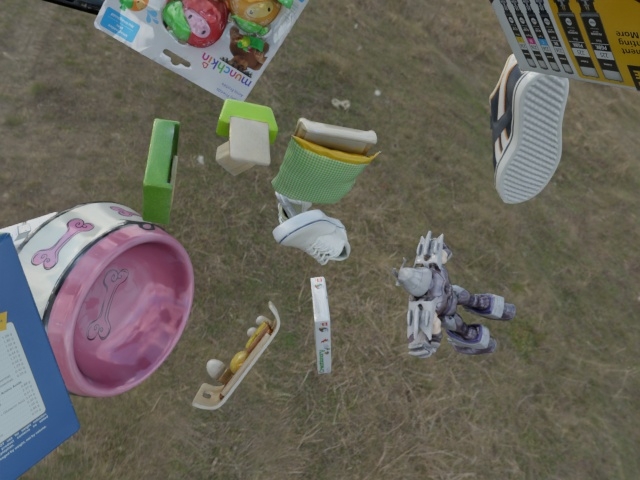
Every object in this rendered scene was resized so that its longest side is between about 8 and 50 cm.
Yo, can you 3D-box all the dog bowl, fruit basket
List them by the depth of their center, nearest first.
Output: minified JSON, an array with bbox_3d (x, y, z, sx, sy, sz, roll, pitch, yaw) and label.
[{"bbox_3d":[-0.196,-0.468,0.875,0.327,0.353,0.165,24,22,-37],"label":"fruit basket"},{"bbox_3d":[-0.424,0.132,0.940,0.151,0.407,0.408,15,40,20],"label":"dog bowl"}]

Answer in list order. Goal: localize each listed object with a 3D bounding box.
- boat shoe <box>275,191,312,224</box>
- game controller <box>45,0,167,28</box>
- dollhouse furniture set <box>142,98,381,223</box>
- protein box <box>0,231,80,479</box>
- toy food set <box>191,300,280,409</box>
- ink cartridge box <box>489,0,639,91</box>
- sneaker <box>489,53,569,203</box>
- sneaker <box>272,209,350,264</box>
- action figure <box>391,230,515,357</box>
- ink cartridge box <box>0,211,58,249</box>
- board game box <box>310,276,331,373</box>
[{"bbox_3d":[-0.095,-0.106,1.421,0.103,0.320,0.118,-18,82,-12],"label":"boat shoe"},{"bbox_3d":[-0.475,-0.519,0.932,0.319,0.067,0.166,-2,65,-40],"label":"game controller"},{"bbox_3d":[-0.034,-0.041,0.304,0.152,0.076,0.058,6,55,-19],"label":"dollhouse furniture set"},{"bbox_3d":[-0.341,0.117,0.353,0.200,0.136,0.201,-39,123,-59],"label":"protein box"},{"bbox_3d":[-0.219,0.294,1.228,0.092,0.220,0.306,38,81,-2],"label":"toy food set"},{"bbox_3d":[0.346,-0.269,0.518,0.272,0.130,0.309,48,7,-28],"label":"ink cartridge box"},{"bbox_3d":[0.412,-0.225,0.929,0.126,0.321,0.127,-10,47,1],"label":"sneaker"},{"bbox_3d":[0.000,0.000,0.932,0.258,0.094,0.091,2,57,-62],"label":"sneaker"},{"bbox_3d":[0.195,0.101,0.717,0.285,0.099,0.185,32,72,-39],"label":"action figure"},{"bbox_3d":[-0.821,0.009,1.338,0.191,0.139,0.082,-20,59,-3],"label":"ink cartridge box"},{"bbox_3d":[0.002,0.302,1.612,0.053,0.305,0.192,-4,42,-2],"label":"board game box"}]
